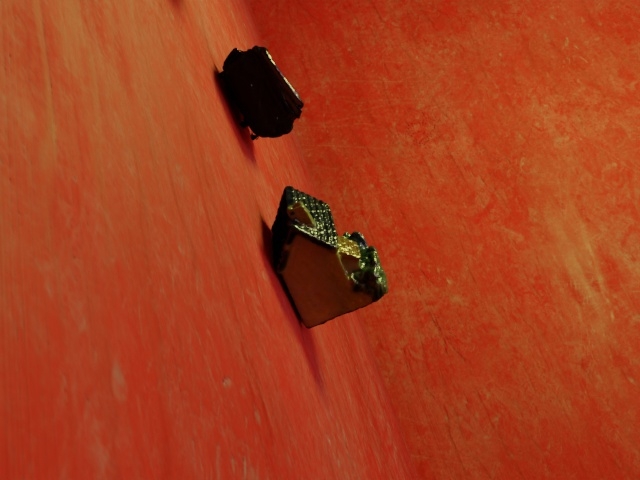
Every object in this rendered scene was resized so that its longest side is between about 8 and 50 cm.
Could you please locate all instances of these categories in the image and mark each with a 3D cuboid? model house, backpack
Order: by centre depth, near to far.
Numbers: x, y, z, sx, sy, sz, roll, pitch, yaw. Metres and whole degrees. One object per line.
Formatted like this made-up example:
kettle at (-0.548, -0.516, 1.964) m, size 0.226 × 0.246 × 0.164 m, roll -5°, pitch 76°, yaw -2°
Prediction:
model house at (0.000, 0.000, 1.194) m, size 0.194 × 0.170 × 0.211 m, roll -99°, pitch 166°, yaw -61°
backpack at (-0.131, -0.309, 1.435) m, size 0.206 × 0.133 × 0.258 m, roll 58°, pitch 1°, yaw -14°
